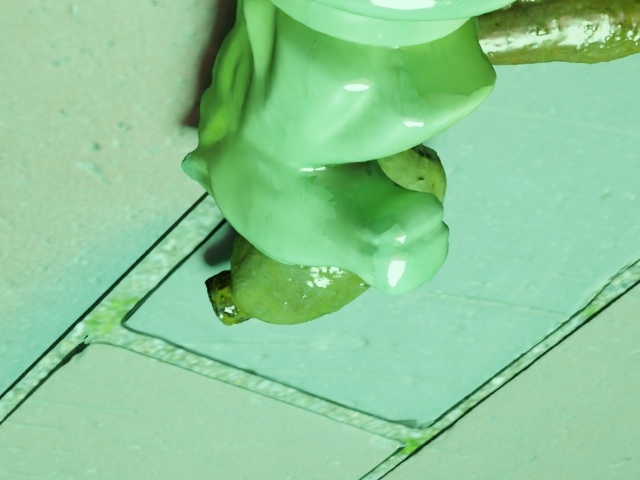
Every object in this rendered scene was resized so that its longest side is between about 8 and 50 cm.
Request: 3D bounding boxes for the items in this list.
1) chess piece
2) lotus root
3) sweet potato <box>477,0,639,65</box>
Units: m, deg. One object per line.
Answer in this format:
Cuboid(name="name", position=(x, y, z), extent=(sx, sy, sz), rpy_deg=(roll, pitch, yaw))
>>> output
Cuboid(name="chess piece", position=(0.011, -0.087, 0.691), extent=(0.175, 0.176, 0.298), rpy_deg=(-3, 140, -15))
Cuboid(name="lotus root", position=(0.000, 0.001, 0.860), extent=(0.183, 0.077, 0.090), rpy_deg=(-38, 135, 22))
Cuboid(name="sweet potato", position=(0.137, -0.130, 0.775), extent=(0.206, 0.060, 0.068), rpy_deg=(-11, 102, -3))
